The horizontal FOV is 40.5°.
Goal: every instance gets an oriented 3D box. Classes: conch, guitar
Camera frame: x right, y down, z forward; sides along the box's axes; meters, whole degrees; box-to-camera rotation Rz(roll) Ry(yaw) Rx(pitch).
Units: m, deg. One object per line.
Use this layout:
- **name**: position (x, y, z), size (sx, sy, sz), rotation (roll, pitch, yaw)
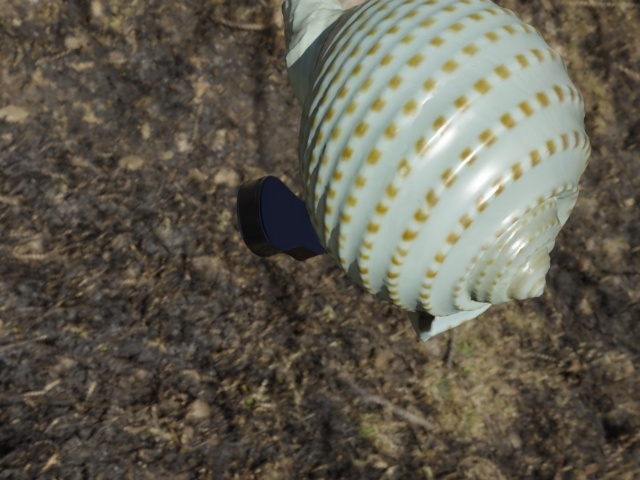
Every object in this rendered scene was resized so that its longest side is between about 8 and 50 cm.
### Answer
- **conch**: position (0.098, -0.083, 0.703), size (0.303, 0.215, 0.319), rotation (54, 23, -62)
- **guitar**: position (0.002, 0.000, 0.983), size (0.271, 0.038, 0.083), rotation (24, 58, -54)
